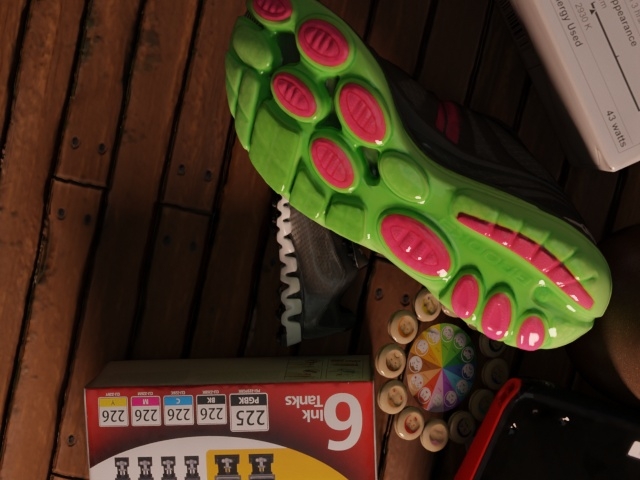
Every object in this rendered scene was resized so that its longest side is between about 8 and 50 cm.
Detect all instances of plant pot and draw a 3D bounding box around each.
[{"bbox_3d":[0.374,0.100,1.159,0.215,0.230,0.215,0,97,2],"label":"plant pot"}]

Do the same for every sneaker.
[{"bbox_3d":[0.094,-0.077,1.176,0.483,0.202,0.185,43,113,2],"label":"sneaker"},{"bbox_3d":[0.000,0.000,1.245,0.106,0.078,0.234,-2,97,-4],"label":"sneaker"}]

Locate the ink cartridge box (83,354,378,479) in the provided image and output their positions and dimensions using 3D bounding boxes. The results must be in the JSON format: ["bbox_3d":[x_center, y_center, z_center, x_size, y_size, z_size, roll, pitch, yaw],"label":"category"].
[{"bbox_3d":[-0.089,0.274,1.250,0.309,0.130,0.272,-2,97,2],"label":"ink cartridge box"}]

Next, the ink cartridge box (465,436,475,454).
[{"bbox_3d":[0.326,0.305,1.272,0.311,0.065,0.186,-6,97,1],"label":"ink cartridge box"}]

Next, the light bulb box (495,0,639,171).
[{"bbox_3d":[0.359,-0.302,1.116,0.361,0.225,0.358,-25,94,4],"label":"light bulb box"}]

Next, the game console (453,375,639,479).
[{"bbox_3d":[0.312,0.334,1.204,0.386,0.060,0.342,18,111,-7],"label":"game console"}]

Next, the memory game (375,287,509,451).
[{"bbox_3d":[0.136,0.139,1.232,0.186,0.012,0.186,-2,94,-33],"label":"memory game"}]
